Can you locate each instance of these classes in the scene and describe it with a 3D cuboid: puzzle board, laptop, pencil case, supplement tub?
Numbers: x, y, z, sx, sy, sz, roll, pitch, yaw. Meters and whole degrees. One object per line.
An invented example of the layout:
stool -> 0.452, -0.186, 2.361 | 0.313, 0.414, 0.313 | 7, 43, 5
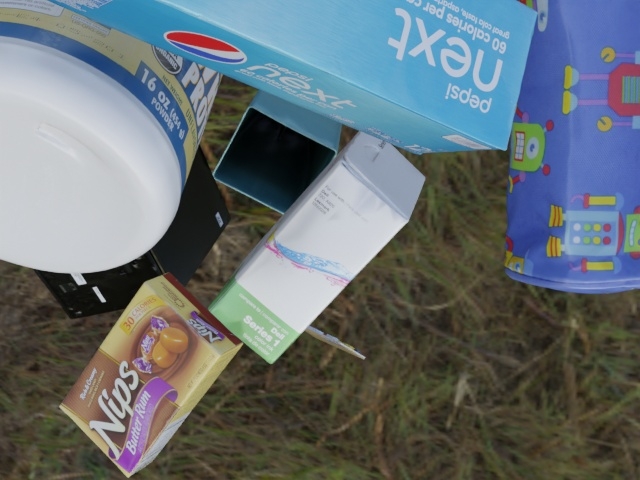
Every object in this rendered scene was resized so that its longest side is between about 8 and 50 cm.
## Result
puzzle board -> 0.013, 0.183, 1.952 | 0.096, 0.128, 0.011 | 38, 76, -52
laptop -> -0.281, -0.019, 1.522 | 0.234, 0.264, 0.136 | 72, 7, -54
pencil case -> 0.203, -0.112, 0.815 | 0.119, 0.133, 0.306 | -3, 95, -27
supplement tub -> -0.124, -0.098, 0.547 | 0.144, 0.144, 0.199 | 43, 42, -32

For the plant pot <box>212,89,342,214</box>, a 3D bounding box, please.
plant pot -> -0.059, -0.192, 1.833 | 0.165, 0.165, 0.234 | 27, 36, -8

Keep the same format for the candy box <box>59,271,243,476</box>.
candy box -> -0.175, 0.137, 1.061 | 0.109, 0.186, 0.053 | 43, 23, 11

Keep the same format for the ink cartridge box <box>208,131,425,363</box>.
ink cartridge box -> 0.000, 0.000, 1.377 | 0.117, 0.278, 0.201 | 41, 22, -4

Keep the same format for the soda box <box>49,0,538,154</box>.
soda box -> -0.009, -0.103, 0.450 | 0.210, 0.067, 0.071 | 19, 82, -31
